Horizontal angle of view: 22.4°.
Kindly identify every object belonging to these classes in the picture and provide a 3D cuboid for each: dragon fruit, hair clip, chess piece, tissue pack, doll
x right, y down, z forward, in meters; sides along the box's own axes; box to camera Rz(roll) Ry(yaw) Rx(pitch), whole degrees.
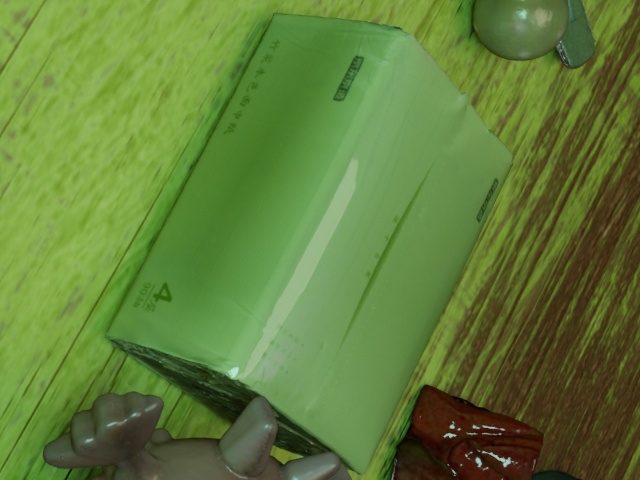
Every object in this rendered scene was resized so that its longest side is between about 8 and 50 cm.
[{"bbox_3d":[0.076,0.209,1.204,0.092,0.122,0.192,25,85,-11],"label":"dragon fruit"},{"bbox_3d":[0.188,-0.198,1.221,0.054,0.022,0.137,-35,126,-40],"label":"hair clip"},{"bbox_3d":[0.140,-0.208,1.120,0.094,0.094,0.170,-23,126,-44],"label":"chess piece"},{"bbox_3d":[0.000,0.000,0.979,0.159,0.125,0.234,44,67,-48],"label":"tissue pack"},{"bbox_3d":[-0.081,0.174,0.917,0.211,0.093,0.262,-26,135,2],"label":"doll"}]

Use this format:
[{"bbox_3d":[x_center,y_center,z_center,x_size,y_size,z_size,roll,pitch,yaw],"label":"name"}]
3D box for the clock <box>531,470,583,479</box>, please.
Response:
[{"bbox_3d":[0.187,0.308,1.366,0.226,0.049,0.226,-18,114,-45],"label":"clock"}]
